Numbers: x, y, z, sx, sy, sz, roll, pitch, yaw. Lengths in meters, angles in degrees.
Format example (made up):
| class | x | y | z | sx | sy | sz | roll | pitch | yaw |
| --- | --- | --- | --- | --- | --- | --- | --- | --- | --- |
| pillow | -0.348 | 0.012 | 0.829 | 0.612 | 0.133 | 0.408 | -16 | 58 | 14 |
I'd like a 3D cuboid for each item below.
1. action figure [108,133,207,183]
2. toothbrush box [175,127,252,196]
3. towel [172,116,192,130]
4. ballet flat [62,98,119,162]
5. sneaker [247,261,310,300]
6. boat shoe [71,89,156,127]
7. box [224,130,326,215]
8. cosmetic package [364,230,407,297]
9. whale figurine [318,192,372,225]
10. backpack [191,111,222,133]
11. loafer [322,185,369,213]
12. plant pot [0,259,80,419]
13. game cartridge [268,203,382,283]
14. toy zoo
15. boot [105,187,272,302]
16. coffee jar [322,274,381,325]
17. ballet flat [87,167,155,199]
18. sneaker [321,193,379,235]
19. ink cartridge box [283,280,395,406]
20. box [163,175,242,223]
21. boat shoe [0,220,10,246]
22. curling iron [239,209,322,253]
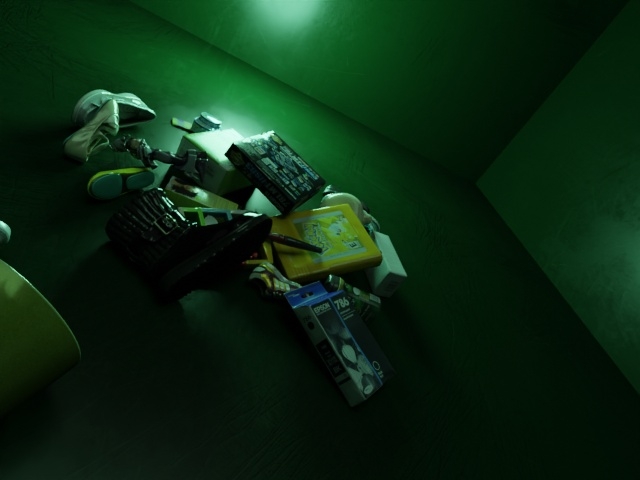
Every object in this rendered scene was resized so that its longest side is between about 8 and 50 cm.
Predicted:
| class | x | y | z | sx | sy | sz | roll | pitch | yaw |
| --- | --- | --- | --- | --- | --- | --- | --- | --- | --- |
| action figure | -0.493 | -0.256 | 1.279 | 0.285 | 0.099 | 0.185 | 11 | 11 | -17 |
| toothbrush box | -0.348 | -0.288 | 1.513 | 0.206 | 0.122 | 0.283 | 39 | 29 | 9 |
| towel | -0.554 | -0.466 | 1.685 | 0.083 | 0.009 | 0.060 | 14 | 36 | -30 |
| ballet flat | -0.655 | -0.324 | 1.247 | 0.086 | 0.086 | 0.248 | 29 | 57 | -9 |
| sneaker | -0.117 | 0.143 | 1.169 | 0.186 | 0.069 | 0.084 | 35 | 45 | 4 |
| boat shoe | -0.681 | -0.423 | 1.394 | 0.103 | 0.118 | 0.320 | 30 | 22 | 2 |
| box | -0.149 | -0.252 | 1.495 | 0.295 | 0.073 | 0.293 | 44 | 30 | -1 |
| cosmetic package | 0.219 | 0.083 | 1.527 | 0.086 | 0.117 | 0.231 | 17 | 32 | -27 |
| whale figurine | 0.092 | -0.044 | 1.589 | 0.217 | 0.141 | 0.271 | -18 | 70 | -8 |
| backpack | -0.462 | -0.464 | 1.695 | 0.105 | 0.084 | 0.114 | 30 | 29 | -6 |
| loafer | 0.108 | -0.162 | 1.828 | 0.223 | 0.076 | 0.078 | 30 | 34 | 3 |
| plant pot | -0.533 | 0.181 | 0.531 | 0.275 | 0.274 | 0.293 | 34 | 44 | 0 |
| game cartridge | 0.000 | 0.000 | 1.379 | 0.324 | 0.052 | 0.285 | -10 | 47 | -22 |
| toy zoo | -0.254 | -0.006 | 1.212 | 0.294 | 0.030 | 0.192 | 0 | 58 | -38 |
| boot | -0.322 | -0.035 | 1.057 | 0.348 | 0.131 | 0.260 | -33 | 68 | -32 |
| coffee jar | 0.084 | 0.180 | 1.269 | 0.185 | 0.096 | 0.079 | 27 | 27 | -10 |
| ballet flat | -0.572 | -0.166 | 1.174 | 0.077 | 0.077 | 0.231 | 19 | 23 | 17 |
| sneaker | 0.123 | -0.095 | 1.717 | 0.275 | 0.107 | 0.110 | 33 | 39 | 0 |
| ink cartridge box | 0.052 | 0.247 | 1.106 | 0.165 | 0.065 | 0.332 | -15 | 67 | -52 |
| box | -0.365 | -0.113 | 1.299 | 0.233 | 0.058 | 0.087 | 24 | 32 | -19 |
| boat shoe | -0.719 | 0.007 | 0.754 | 0.258 | 0.095 | 0.084 | -3 | 49 | -32 |
| curling iron | -0.115 | -0.017 | 1.258 | 0.274 | 0.068 | 0.035 | 25 | 8 | -16 |
